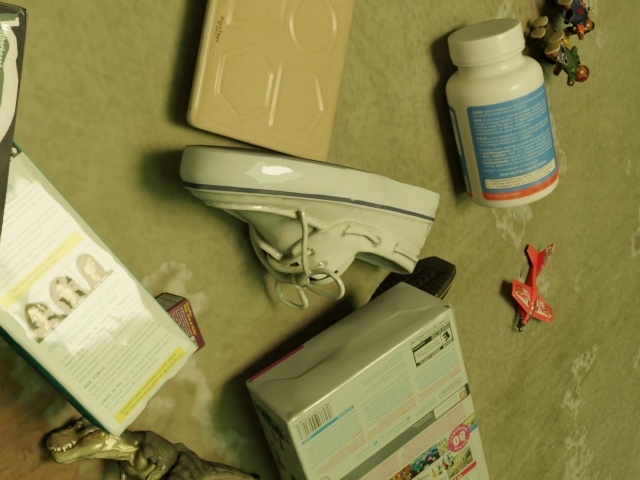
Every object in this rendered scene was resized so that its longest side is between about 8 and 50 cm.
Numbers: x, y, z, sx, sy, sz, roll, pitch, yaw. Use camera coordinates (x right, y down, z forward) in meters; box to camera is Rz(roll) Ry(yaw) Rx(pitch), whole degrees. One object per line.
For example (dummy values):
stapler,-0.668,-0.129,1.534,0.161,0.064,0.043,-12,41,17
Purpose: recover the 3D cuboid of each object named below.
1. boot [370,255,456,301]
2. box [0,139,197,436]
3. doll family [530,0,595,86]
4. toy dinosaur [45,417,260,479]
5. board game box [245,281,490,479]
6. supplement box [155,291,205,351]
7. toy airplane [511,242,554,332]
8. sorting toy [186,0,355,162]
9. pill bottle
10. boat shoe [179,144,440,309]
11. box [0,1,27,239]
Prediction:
boot,0.109,0.127,0.989,0.198,0.077,0.137,-42,130,-16
box,-0.214,0.034,0.613,0.100,0.060,0.244,-48,115,-26
doll family,0.364,-0.313,1.161,0.111,0.076,0.193,29,74,-39
toy dinosaur,-0.129,0.240,0.739,0.268,0.064,0.118,35,28,-43
board game box,0.067,0.234,0.880,0.224,0.097,0.303,-29,120,-24
supplement box,-0.156,0.093,0.727,0.083,0.043,0.055,-33,118,-36
toy airplane,0.329,0.071,1.221,0.151,0.028,0.151,-11,105,-45
sorting toy,-0.048,-0.190,0.798,0.208,0.038,0.193,11,89,-50
pill bottle,0.231,-0.164,1.014,0.124,0.124,0.221,-37,122,-35
boat shoe,-0.006,-0.002,0.814,0.367,0.136,0.156,8,95,-55
box,-0.353,0.030,0.435,0.318,0.097,0.395,6,92,-29
